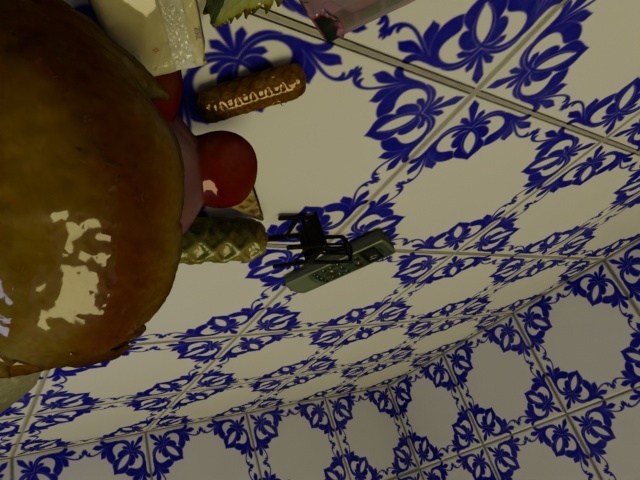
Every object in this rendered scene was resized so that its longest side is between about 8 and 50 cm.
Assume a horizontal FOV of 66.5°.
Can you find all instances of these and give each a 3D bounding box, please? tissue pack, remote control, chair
[{"bbox_3d":[-0.165,-0.258,0.402,0.092,0.148,0.196,-18,152,-13],"label":"tissue pack"},{"bbox_3d":[0.048,0.063,1.241,0.285,0.038,0.123,-26,152,12],"label":"remote control"},{"bbox_3d":[0.000,0.000,1.051,0.212,0.084,0.101,-3,152,-29],"label":"chair"}]

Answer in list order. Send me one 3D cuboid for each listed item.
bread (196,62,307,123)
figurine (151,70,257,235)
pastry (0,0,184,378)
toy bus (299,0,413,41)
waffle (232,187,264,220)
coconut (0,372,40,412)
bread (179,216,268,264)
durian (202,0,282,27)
[{"bbox_3d":[-0.094,-0.200,0.665,0.157,0.044,0.052,-18,156,-3],"label":"bread"},{"bbox_3d":[-0.238,-0.075,0.571,0.261,0.211,0.270,-23,133,13],"label":"figurine"},{"bbox_3d":[-0.272,-0.050,0.392,0.356,0.356,0.164,-31,-179,20],"label":"pastry"},{"bbox_3d":[0.098,-0.321,0.527,0.274,0.090,0.112,-22,161,7],"label":"toy bus"},{"bbox_3d":[-0.121,-0.083,0.882,0.097,0.023,0.152,-31,149,23],"label":"waffle"},{"bbox_3d":[-0.492,0.086,0.582,0.346,0.360,0.346,-15,154,-7],"label":"coconut"},{"bbox_3d":[-0.221,0.000,0.879,0.269,0.087,0.098,-1,-179,-28],"label":"bread"},{"bbox_3d":[0.014,-0.300,0.367,0.306,0.166,0.172,-9,128,38],"label":"durian"}]
